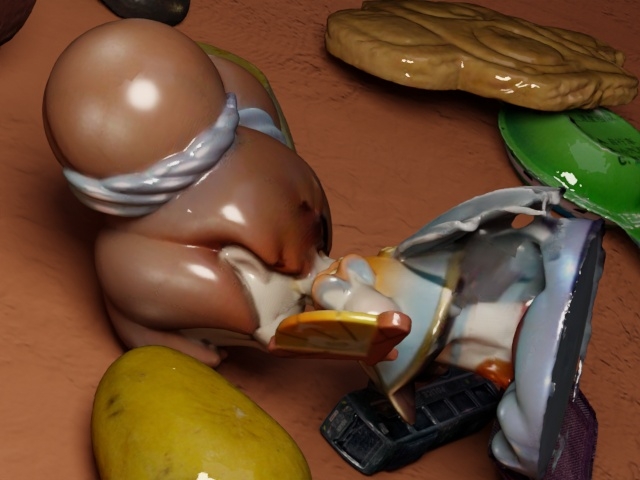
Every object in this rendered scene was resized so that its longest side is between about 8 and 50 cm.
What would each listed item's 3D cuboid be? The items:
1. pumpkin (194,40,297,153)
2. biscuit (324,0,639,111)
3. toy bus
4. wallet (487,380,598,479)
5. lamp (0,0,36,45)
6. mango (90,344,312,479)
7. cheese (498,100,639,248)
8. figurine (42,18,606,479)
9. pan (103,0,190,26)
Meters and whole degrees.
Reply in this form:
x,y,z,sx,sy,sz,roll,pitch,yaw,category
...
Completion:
x,y,z,sx,sy,sz,roll,pitch,yaw,category
-0.097,-0.103,1.630,0.217,0.110,0.217,17,36,-13,pumpkin
0.172,-0.191,1.952,0.376,0.051,0.269,-3,25,-42,biscuit
0.072,0.131,1.493,0.166,0.047,0.065,-14,57,-51,toy bus
0.177,0.152,1.528,0.111,0.030,0.166,50,28,-20,wallet
-0.325,-0.205,1.515,0.180,0.180,0.258,36,33,7,lamp
-0.083,0.144,1.294,0.137,0.098,0.195,6,31,-31,mango
0.286,-0.047,1.898,0.204,0.083,0.320,-1,41,-45,cheese
-0.001,0.001,1.376,0.388,0.248,0.276,13,-4,15,figurine
-0.207,-0.276,1.837,0.212,0.040,0.115,41,27,14,pan
